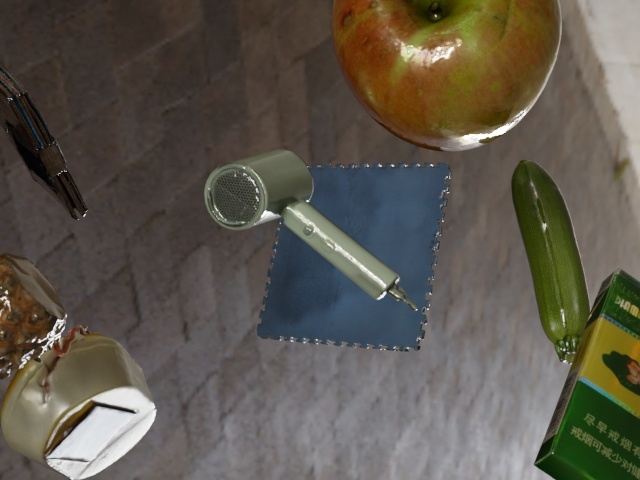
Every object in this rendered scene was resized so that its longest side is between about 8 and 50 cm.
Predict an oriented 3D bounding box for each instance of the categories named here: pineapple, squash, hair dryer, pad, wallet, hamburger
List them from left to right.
[{"bbox_3d":[-0.466,0.152,1.449,0.310,0.141,0.170,-38,167,6],"label":"pineapple"},{"bbox_3d":[-0.358,-0.128,1.403,0.042,0.124,0.230,-35,144,-18],"label":"wallet"},{"bbox_3d":[-0.384,0.259,1.812,0.227,0.151,0.295,-43,159,-12],"label":"hamburger"},{"bbox_3d":[0.000,0.000,0.605,0.038,0.124,0.063,-55,167,23],"label":"hair dryer"},{"bbox_3d":[0.043,0.017,1.585,0.012,0.269,0.269,31,67,-54],"label":"pad"},{"bbox_3d":[0.284,0.023,1.398,0.069,0.069,0.258,23,54,-66],"label":"squash"}]

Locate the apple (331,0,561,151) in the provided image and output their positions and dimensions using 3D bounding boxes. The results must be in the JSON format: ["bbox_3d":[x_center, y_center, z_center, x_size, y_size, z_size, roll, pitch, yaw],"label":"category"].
[{"bbox_3d":[0.106,-0.172,0.964,0.196,0.196,0.196,8,90,-66],"label":"apple"}]

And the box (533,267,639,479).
[{"bbox_3d":[0.281,0.141,1.015,0.235,0.132,0.034,-58,-178,-41],"label":"box"}]
